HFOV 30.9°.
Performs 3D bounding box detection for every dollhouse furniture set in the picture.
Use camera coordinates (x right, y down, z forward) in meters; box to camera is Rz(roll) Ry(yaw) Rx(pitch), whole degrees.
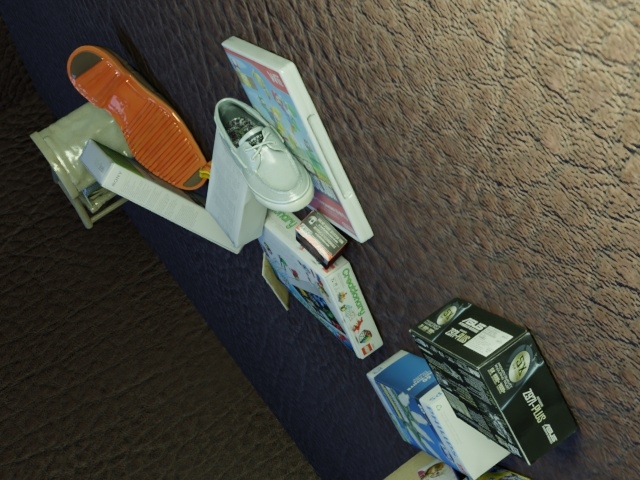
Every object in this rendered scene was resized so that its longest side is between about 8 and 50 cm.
[{"bbox_3d":[0.203,0.500,2.113,0.144,0.123,0.151,42,161,47],"label":"dollhouse furniture set"}]

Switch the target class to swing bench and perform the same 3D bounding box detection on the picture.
[{"bbox_3d":[-0.475,-0.194,2.582,0.165,0.253,0.254,52,167,16],"label":"swing bench"}]

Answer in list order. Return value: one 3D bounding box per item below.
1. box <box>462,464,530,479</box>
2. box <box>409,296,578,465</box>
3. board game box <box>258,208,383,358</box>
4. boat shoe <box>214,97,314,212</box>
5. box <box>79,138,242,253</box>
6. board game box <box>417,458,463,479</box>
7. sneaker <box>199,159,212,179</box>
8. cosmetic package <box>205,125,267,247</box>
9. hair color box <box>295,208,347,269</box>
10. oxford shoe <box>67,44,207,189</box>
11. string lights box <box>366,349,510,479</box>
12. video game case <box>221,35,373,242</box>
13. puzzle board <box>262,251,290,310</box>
[{"bbox_3d":[0.269,0.377,1.718,0.054,0.059,0.169,55,167,-6],"label":"box"},{"bbox_3d":[0.205,0.164,1.389,0.147,0.077,0.180,61,167,-19],"label":"box"},{"bbox_3d":[-0.018,0.052,1.973,0.305,0.053,0.193,41,160,50],"label":"board game box"},{"bbox_3d":[-0.089,-0.125,1.629,0.227,0.079,0.081,49,170,41],"label":"boat shoe"},{"bbox_3d":[-0.319,-0.091,2.345,0.322,0.058,0.232,29,-176,-27],"label":"box"},{"bbox_3d":[0.284,0.546,1.893,0.318,0.066,0.318,59,-177,-13],"label":"board game box"},{"bbox_3d":[-0.164,-0.073,2.168,0.175,0.067,0.064,52,165,11],"label":"sneaker"},{"bbox_3d":[-0.128,-0.097,1.885,0.099,0.060,0.239,53,152,22],"label":"cosmetic package"},{"bbox_3d":[0.000,0.000,1.742,0.072,0.043,0.141,44,174,5],"label":"hair color box"},{"bbox_3d":[-0.346,-0.259,2.342,0.363,0.130,0.133,50,-160,-3],"label":"oxford shoe"},{"bbox_3d":[0.172,0.253,1.725,0.133,0.077,0.260,60,166,-11],"label":"string lights box"},{"bbox_3d":[-0.032,-0.142,1.619,0.204,0.025,0.285,36,156,57],"label":"video game case"},{"bbox_3d":[-0.082,0.058,2.160,0.128,0.011,0.096,60,-155,-50],"label":"puzzle board"}]
